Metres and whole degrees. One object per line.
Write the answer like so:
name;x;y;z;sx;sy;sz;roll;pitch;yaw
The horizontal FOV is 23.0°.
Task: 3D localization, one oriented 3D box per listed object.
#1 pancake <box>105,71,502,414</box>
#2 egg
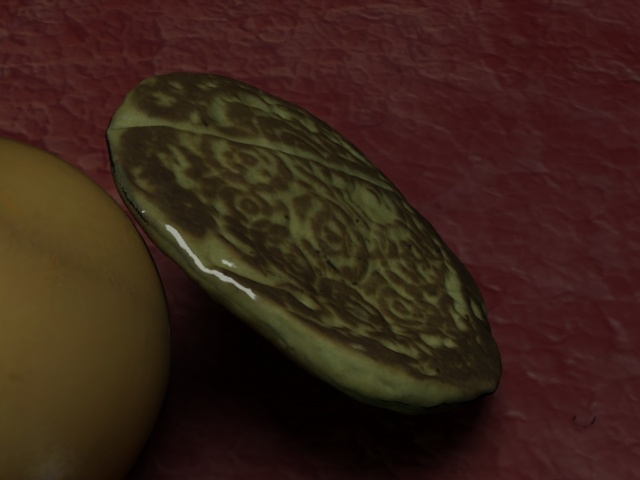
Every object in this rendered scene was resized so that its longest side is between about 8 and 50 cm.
pancake;0.000;-0.001;0.824;0.250;0.031;0.250;33;25;-17
egg;-0.169;0.045;0.733;0.201;0.244;0.201;1;76;-5
